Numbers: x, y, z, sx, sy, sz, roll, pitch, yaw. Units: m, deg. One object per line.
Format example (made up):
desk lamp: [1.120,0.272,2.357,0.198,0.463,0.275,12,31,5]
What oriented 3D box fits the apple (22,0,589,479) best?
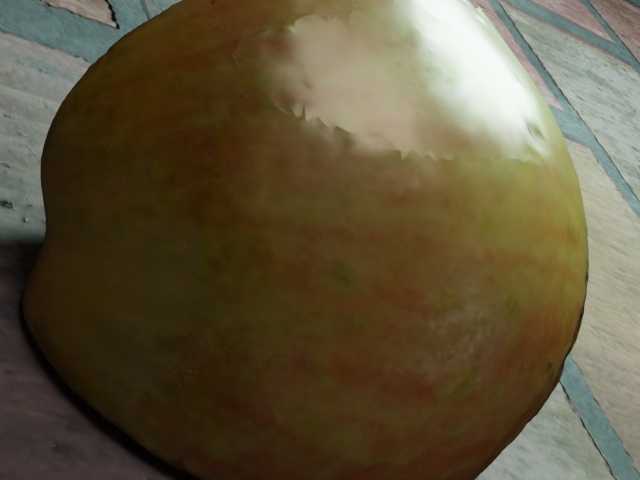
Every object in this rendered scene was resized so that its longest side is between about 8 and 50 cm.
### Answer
apple: [0.000,0.000,0.717,0.252,0.314,0.309,4,-3,37]
